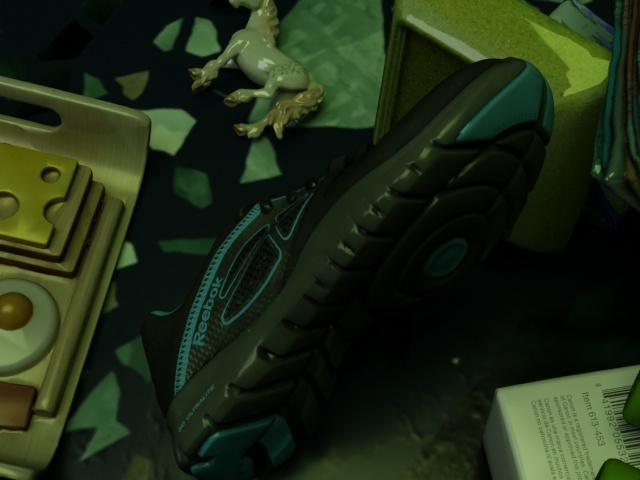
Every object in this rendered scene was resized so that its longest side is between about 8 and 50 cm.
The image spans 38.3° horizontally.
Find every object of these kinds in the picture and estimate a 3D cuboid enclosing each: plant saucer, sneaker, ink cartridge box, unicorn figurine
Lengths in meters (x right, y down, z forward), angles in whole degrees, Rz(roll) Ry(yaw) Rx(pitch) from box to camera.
[{"bbox_3d":[0.109,-0.087,0.662,0.188,0.188,0.045,37,58,23],"label":"plant saucer"},{"bbox_3d":[0.000,0.000,0.599,0.341,0.125,0.140,-46,51,12],"label":"sneaker"},{"bbox_3d":[0.237,0.165,0.559,0.237,0.100,0.172,-9,60,-1],"label":"ink cartridge box"},{"bbox_3d":[-0.058,-0.159,0.802,0.111,0.060,0.162,-38,80,-17],"label":"unicorn figurine"}]

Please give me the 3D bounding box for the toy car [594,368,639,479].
[{"bbox_3d":[0.224,0.103,0.426,0.155,0.188,0.149,24,64,17],"label":"toy car"}]

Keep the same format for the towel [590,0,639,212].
[{"bbox_3d":[0.337,-0.051,0.595,0.370,0.040,0.271,29,52,-14],"label":"towel"}]

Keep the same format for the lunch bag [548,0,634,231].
[{"bbox_3d":[0.206,-0.095,0.724,0.151,0.096,0.129,43,67,9],"label":"lunch bag"}]

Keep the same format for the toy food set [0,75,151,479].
[{"bbox_3d":[-0.266,0.006,0.666,0.219,0.092,0.306,13,59,-3],"label":"toy food set"}]
